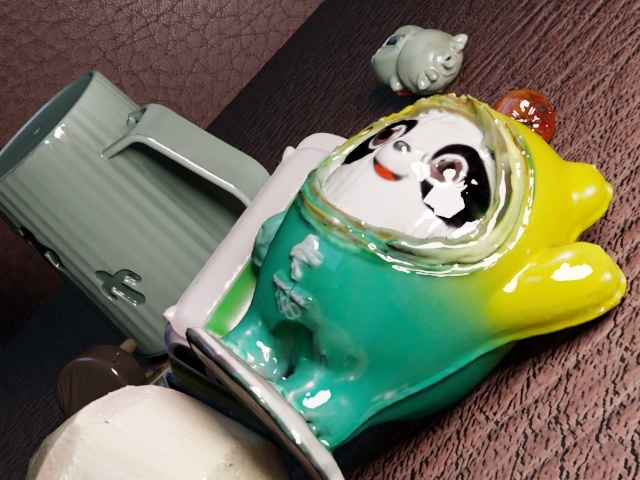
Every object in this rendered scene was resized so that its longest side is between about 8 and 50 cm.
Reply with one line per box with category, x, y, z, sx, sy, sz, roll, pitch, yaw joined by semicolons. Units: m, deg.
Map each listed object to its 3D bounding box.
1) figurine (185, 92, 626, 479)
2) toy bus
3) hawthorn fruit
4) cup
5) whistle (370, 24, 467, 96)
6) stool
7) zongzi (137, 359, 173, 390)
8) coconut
figurine;0.070;0.031;0.856;0.340;0.231;0.323;-42;43;-11
toy bus;-0.030;0.033;1.064;0.305;0.143;0.179;-55;-19;-25
hawthorn fruit;0.212;-0.124;1.081;0.077;0.077;0.077;-42;18;17
cup;-0.270;-0.065;1.601;0.401;0.392;0.310;-37;25;16
whistle;0.137;-0.263;1.510;0.101;0.106;0.253;-21;17;-19
stool;-0.330;0.239;1.524;0.217;0.125;0.121;-62;-6;19
zongzi;-0.184;0.227;1.269;0.187;0.084;0.184;-40;32;9
coconut;-0.144;0.226;0.858;0.234;0.224;0.224;25;68;33
